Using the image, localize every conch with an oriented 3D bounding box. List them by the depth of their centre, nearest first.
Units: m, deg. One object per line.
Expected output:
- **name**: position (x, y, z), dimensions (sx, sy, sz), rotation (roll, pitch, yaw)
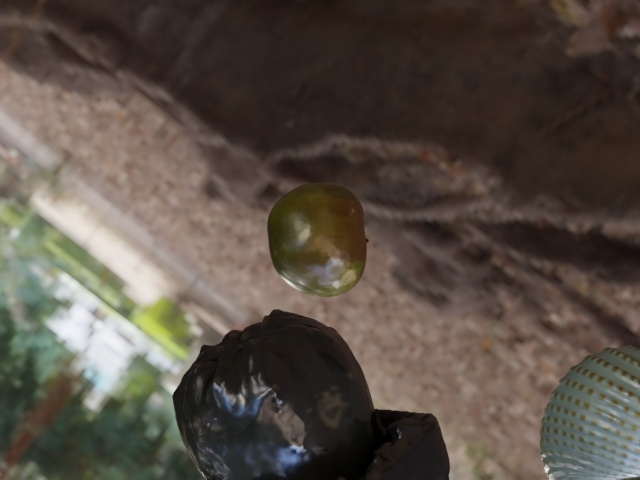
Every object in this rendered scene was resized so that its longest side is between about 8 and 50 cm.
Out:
- **conch**: position (0.111, 0.076, 0.630), dimensions (0.076, 0.085, 0.056), rotation (29, -150, -6)

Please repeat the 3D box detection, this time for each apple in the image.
- **apple**: position (0.000, 0.000, 1.371), dimensions (0.074, 0.089, 0.089), rotation (-9, 162, 9)

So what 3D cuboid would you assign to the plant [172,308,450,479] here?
- **plant**: position (-0.003, 0.170, 1.108), dimensions (0.164, 0.142, 0.256), rotation (-13, 107, 50)
